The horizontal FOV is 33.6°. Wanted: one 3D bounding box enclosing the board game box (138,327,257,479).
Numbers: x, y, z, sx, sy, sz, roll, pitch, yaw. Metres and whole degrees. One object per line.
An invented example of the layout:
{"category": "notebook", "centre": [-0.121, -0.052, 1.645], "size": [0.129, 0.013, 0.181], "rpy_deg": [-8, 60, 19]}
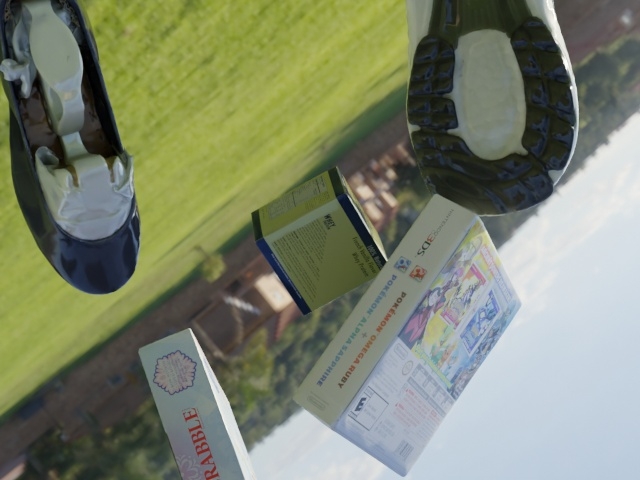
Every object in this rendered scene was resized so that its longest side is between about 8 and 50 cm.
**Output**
{"category": "board game box", "centre": [-0.102, 0.298, 1.212], "size": [0.065, 0.318, 0.319], "rpy_deg": [-21, 157, -6]}

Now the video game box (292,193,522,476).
{"category": "video game box", "centre": [0.078, 0.083, 0.842], "size": [0.187, 0.048, 0.205], "rpy_deg": [-52, 151, -7]}

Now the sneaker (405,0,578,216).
{"category": "sneaker", "centre": [0.134, -0.227, 0.887], "size": [0.158, 0.411, 0.182], "rpy_deg": [0, -177, 12]}

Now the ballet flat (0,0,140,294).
{"category": "ballet flat", "centre": [-0.147, -0.062, 0.613], "size": [0.074, 0.203, 0.074], "rpy_deg": [-11, -169, 2]}

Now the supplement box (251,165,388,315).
{"category": "supplement box", "centre": [0.000, 0.000, 0.871], "size": [0.083, 0.083, 0.056], "rpy_deg": [-29, -153, 8]}
